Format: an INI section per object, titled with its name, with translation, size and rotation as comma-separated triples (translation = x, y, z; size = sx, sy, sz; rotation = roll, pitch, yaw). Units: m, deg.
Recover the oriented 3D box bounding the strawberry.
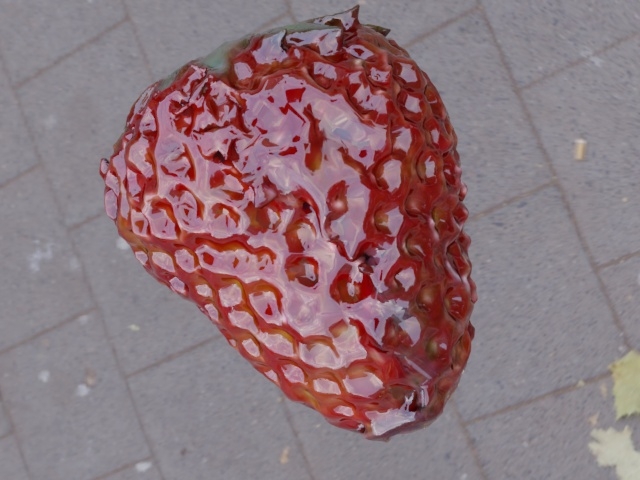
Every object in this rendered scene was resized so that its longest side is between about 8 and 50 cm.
[strawberry]
translation = 0.000, 0.000, 0.626
size = 0.205, 0.205, 0.244
rotation = -23, 89, 23
